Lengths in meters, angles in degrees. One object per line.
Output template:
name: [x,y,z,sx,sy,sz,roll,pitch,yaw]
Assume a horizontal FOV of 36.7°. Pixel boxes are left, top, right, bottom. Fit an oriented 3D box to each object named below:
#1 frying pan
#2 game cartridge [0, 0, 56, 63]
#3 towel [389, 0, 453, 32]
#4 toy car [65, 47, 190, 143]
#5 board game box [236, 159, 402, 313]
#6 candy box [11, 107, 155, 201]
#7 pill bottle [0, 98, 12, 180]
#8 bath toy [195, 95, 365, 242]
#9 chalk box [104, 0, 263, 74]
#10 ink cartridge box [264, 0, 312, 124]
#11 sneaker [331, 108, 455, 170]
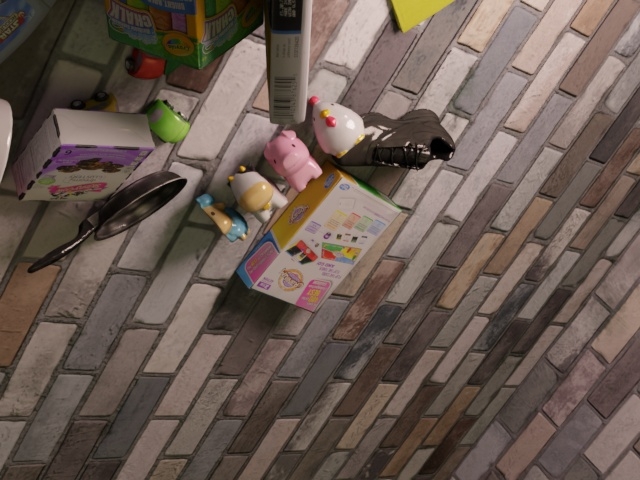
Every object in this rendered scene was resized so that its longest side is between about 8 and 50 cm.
frying pan: [-0.380,-0.031,1.713,0.326,0.053,0.197,-33,176,-17]
game cartridge: [-0.512,-0.336,1.375,0.297,0.062,0.198,-43,138,2]
towel: [0.238,-0.503,1.862,0.237,0.021,0.102,-35,136,-6]
toy car: [-0.295,-0.228,1.655,0.239,0.053,0.225,-45,141,6]
board game box: [0.000,0.000,2.111,0.316,0.064,0.242,-50,141,11]
candy box: [-0.392,-0.136,1.586,0.165,0.070,0.196,-2,157,-39]
pill bottle: [-0.617,-0.157,1.286,0.361,0.204,0.204,14,118,-33]
bath toy: [-0.073,-0.148,1.871,0.348,0.129,0.151,-40,-174,2]
chalk box: [-0.202,-0.381,1.439,0.180,0.179,0.289,-49,152,-40]
ink cartridge box: [-0.057,-0.395,1.497,0.072,0.307,0.303,-4,143,-5]
sneaker: [0.159,-0.198,2.000,0.286,0.130,0.109,-16,137,-27]
